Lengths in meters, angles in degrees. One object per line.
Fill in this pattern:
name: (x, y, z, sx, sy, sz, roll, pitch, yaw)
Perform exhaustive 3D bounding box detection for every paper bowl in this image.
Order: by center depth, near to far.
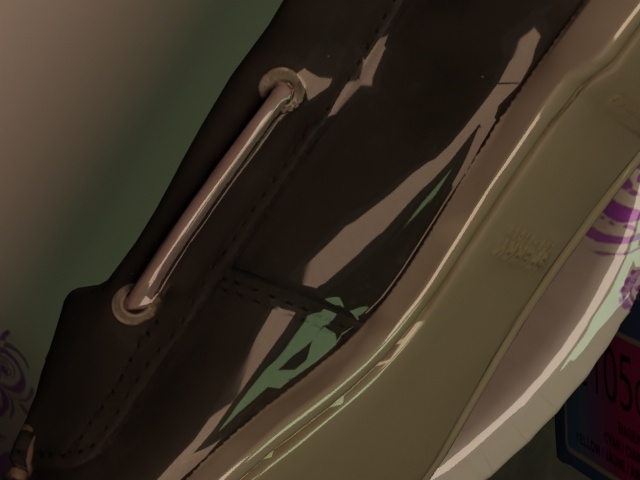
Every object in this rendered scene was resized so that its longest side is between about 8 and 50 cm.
paper bowl: (-0.041, -0.052, 0.582, 0.284, 0.148, 0.284, -6, 108, -20)

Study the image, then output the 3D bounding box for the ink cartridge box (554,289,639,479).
ink cartridge box: (0.222, -0.109, 0.658, 0.270, 0.151, 0.395, -7, 101, -20)

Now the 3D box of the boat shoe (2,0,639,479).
boat shoe: (0.000, 0.000, 0.495, 0.335, 0.095, 0.112, -51, 153, 3)
